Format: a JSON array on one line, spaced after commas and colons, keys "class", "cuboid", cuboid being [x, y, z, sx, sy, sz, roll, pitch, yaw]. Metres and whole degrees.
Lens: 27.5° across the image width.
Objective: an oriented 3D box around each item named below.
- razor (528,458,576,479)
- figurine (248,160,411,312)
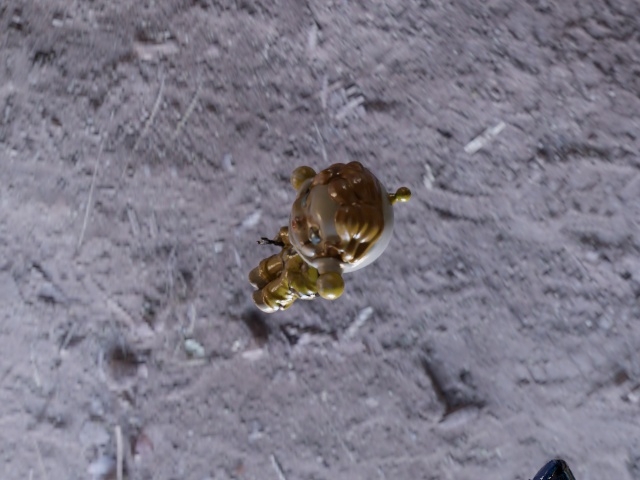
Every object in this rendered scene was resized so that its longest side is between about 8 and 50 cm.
[{"class": "razor", "cuboid": [0.040, 0.261, 0.848, 0.324, 0.056, 0.093, -32, 105, -7]}, {"class": "figurine", "cuboid": [0.000, 0.005, 0.935, 0.068, 0.101, 0.143, 11, 118, -36]}]
